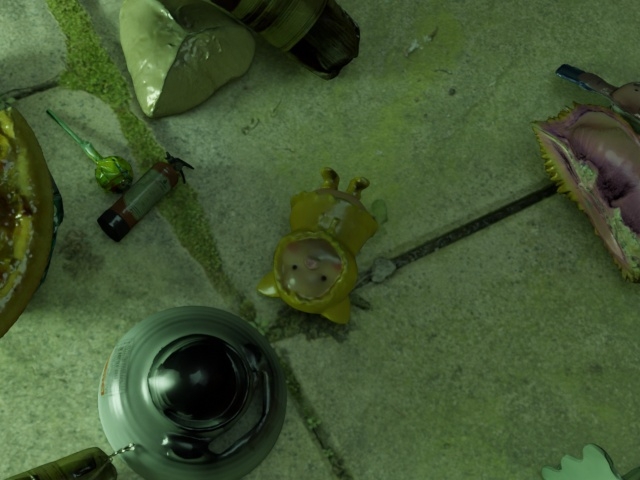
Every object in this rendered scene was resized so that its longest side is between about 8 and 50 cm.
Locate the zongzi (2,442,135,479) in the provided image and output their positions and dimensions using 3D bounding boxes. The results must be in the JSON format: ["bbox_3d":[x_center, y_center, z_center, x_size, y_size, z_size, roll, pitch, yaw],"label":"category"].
[{"bbox_3d":[-0.324,0.378,1.435,0.189,0.081,0.178,-17,89,-29],"label":"zongzi"}]

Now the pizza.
[{"bbox_3d":[-0.425,-0.017,1.375,0.268,0.087,0.258,-40,83,-26],"label":"pizza"}]

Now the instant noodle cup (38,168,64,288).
[{"bbox_3d":[-0.476,-0.004,1.498,0.240,0.178,0.240,5,66,-10],"label":"instant noodle cup"}]

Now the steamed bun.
[{"bbox_3d":[-0.213,-0.327,1.739,0.213,0.110,0.231,-14,73,-18],"label":"steamed bun"}]

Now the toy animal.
[{"bbox_3d":[0.005,0.002,1.633,0.156,0.156,0.229,22,74,-2],"label":"toy animal"}]

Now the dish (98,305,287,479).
[{"bbox_3d":[-0.172,0.206,1.501,0.274,0.134,0.273,5,67,-11],"label":"dish"}]

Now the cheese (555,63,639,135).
[{"bbox_3d":[0.547,-0.242,1.869,0.286,0.074,0.189,28,26,11],"label":"cheese"}]

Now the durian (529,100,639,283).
[{"bbox_3d":[0.484,-0.084,1.790,0.191,0.112,0.341,-34,88,-38],"label":"durian"}]

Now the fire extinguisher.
[{"bbox_3d":[-0.266,-0.072,1.648,0.177,0.050,0.062,-47,125,-25],"label":"fire extinguisher"}]

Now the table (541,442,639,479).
[{"bbox_3d":[0.401,0.373,1.516,0.167,0.198,0.166,5,66,-11],"label":"table"}]

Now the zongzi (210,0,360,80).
[{"bbox_3d":[-0.061,-0.420,1.819,0.286,0.134,0.288,38,20,-21],"label":"zongzi"}]

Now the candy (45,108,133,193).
[{"bbox_3d":[-0.365,-0.143,1.663,0.194,0.058,0.062,42,24,16],"label":"candy"}]
